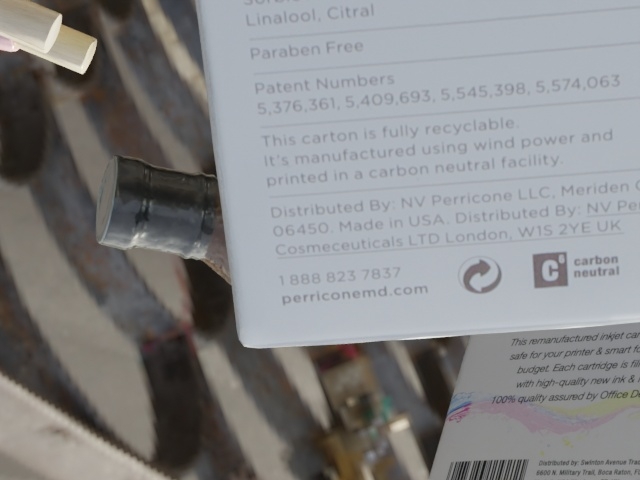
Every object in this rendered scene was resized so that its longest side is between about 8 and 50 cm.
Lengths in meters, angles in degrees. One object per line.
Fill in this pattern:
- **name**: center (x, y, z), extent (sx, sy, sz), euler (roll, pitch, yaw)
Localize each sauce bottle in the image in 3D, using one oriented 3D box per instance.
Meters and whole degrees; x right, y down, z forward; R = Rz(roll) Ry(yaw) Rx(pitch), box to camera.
- **sauce bottle**: center (0.000, 0.000, 1.436), extent (0.344, 0.111, 0.111), euler (9, 142, -16)

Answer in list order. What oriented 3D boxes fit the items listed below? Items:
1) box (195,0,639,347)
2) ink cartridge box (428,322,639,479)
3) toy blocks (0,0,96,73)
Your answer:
- **box**: center (0.044, -0.171, 0.564), extent (0.168, 0.215, 0.345), euler (-4, 117, 5)
- **ink cartridge box**: center (0.188, 0.134, 1.176), extent (0.201, 0.278, 0.117), euler (-6, 142, 37)
- **toy blocks**: center (-0.325, -0.358, 1.885), extent (0.288, 0.260, 0.309), euler (16, 97, -88)
